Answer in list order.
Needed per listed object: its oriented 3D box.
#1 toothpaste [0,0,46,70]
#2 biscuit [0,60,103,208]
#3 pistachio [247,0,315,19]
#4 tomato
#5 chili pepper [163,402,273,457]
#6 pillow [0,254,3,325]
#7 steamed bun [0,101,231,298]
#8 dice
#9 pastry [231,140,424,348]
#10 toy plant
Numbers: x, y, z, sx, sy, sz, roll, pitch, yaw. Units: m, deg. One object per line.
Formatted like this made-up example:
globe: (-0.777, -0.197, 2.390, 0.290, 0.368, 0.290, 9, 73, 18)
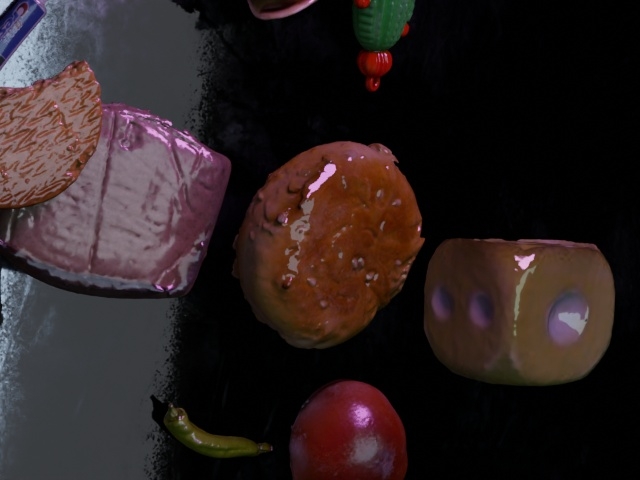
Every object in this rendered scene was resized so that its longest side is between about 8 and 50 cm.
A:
toothpaste: (-0.417, -0.258, 1.515, 0.057, 0.035, 0.197, 38, 76, -10)
biscuit: (-0.352, -0.115, 1.371, 0.224, 0.033, 0.144, -31, 108, -18)
pistachio: (-0.032, -0.404, 1.666, 0.157, 0.157, 0.229, 55, 48, -24)
tomato: (0.057, 0.343, 1.838, 0.199, 0.112, 0.228, -35, 110, -23)
chili pepper: (-0.161, 0.300, 1.736, 0.208, 0.043, 0.049, 31, 53, -36)
pillow: (-0.463, 0.007, 1.502, 0.093, 0.051, 0.241, -8, 102, -32)
steamed bun: (-0.290, -0.056, 1.520, 0.301, 0.199, 0.252, 18, 89, -17)
dice: (0.325, 0.108, 1.911, 0.238, 0.233, 0.227, 0, 96, -32)
pastry: (0.000, 0.000, 1.719, 0.316, 0.184, 0.284, -52, 125, -19)
toy plant: (0.102, -0.366, 1.796, 0.155, 0.088, 0.240, -50, 145, -36)
